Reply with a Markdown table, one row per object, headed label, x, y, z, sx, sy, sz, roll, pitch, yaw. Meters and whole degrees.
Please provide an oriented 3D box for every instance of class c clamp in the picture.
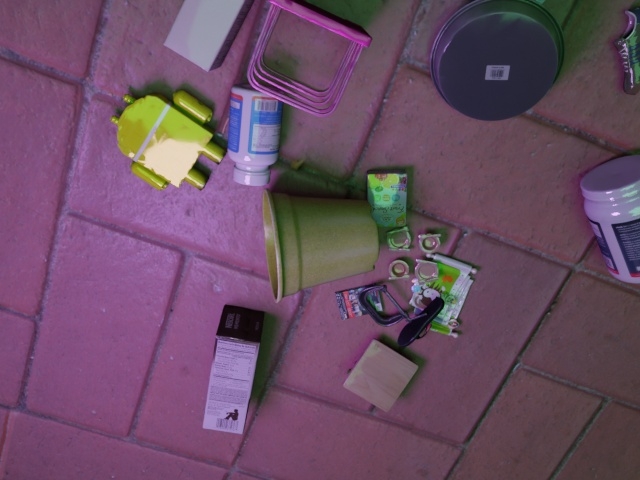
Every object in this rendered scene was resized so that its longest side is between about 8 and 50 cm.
| label | x | y | z | sx | sy | sz | roll | pitch | yaw |
| --- | --- | --- | --- | --- | --- | --- | --- | --- | --- |
| c clamp | 0.187 | 0.175 | 1.523 | 0.137 | 0.022 | 0.160 | -36 | 108 | 31 |

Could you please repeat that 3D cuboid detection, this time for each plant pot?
| label | x | y | z | sx | sy | sz | roll | pitch | yaw |
| --- | --- | --- | --- | --- | --- | --- | --- | --- | --- |
| plant pot | 0.000 | 0.000 | 1.364 | 0.253 | 0.276 | 0.276 | -6 | 112 | -10 |

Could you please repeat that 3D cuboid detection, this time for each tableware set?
| label | x | y | z | sx | sy | sz | roll | pitch | yaw |
| --- | --- | --- | --- | --- | --- | --- | --- | --- | --- |
| tableware set | 0.246 | 0.042 | 1.482 | 0.141 | 0.020 | 0.169 | 0 | 109 | 8 |

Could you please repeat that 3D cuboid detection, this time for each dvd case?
| label | x | y | z | sx | sy | sz | roll | pitch | yaw |
| --- | --- | --- | --- | --- | --- | --- | --- | --- | --- |
| dvd case | 0.107 | 0.169 | 1.548 | 0.119 | 0.013 | 0.087 | -13 | 111 | 6 |

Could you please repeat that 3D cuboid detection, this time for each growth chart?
| label | x | y | z | sx | sy | sz | roll | pitch | yaw |
| --- | --- | --- | --- | --- | --- | --- | --- | --- | --- |
| growth chart | 0.329 | 0.150 | 1.539 | 0.171 | 0.021 | 0.237 | 11 | 111 | -4 |

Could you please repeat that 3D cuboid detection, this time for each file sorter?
| label | x | y | z | sx | sy | sz | roll | pitch | yaw |
| --- | --- | --- | --- | --- | --- | --- | --- | --- | --- |
| file sorter | -0.030 | -0.393 | 1.174 | 0.202 | 0.291 | 0.182 | 22 | 113 | -9 |

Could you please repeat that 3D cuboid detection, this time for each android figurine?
| label | x | y | z | sx | sy | sz | roll | pitch | yaw |
| --- | --- | --- | --- | --- | --- | --- | --- | --- | --- |
| android figurine | -0.372 | -0.243 | 1.354 | 0.272 | 0.056 | 0.248 | 32 | 108 | -13 |

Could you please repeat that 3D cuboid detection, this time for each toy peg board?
| label | x | y | z | sx | sy | sz | roll | pitch | yaw |
| --- | --- | --- | --- | --- | --- | --- | --- | --- | --- |
| toy peg board | 0.164 | 0.376 | 1.609 | 0.161 | 0.079 | 0.161 | 33 | 92 | -13 |

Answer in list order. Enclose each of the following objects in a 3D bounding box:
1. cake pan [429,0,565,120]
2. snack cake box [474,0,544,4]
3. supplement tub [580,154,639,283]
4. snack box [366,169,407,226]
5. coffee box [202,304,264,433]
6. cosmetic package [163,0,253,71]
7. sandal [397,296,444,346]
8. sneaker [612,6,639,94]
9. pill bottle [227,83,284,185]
| label | x | y | z | sx | sy | sz | roll | pitch | yaw |
| --- | --- | --- | --- | --- | --- | --- | --- | --- | --- |
| cake pan | 0.392 | -0.390 | 1.247 | 0.293 | 0.054 | 0.293 | 7 | 133 | 8 |
| snack cake box | 0.373 | -0.597 | 1.202 | 0.264 | 0.089 | 0.152 | 34 | 107 | -13 |
| supplement tub | 0.768 | -0.050 | 1.370 | 0.191 | 0.191 | 0.272 | -27 | 110 | 10 |
| snack box | 0.168 | -0.107 | 1.424 | 0.100 | 0.037 | 0.141 | -1 | 112 | 1 |
| coffee box | -0.238 | 0.352 | 1.535 | 0.118 | 0.168 | 0.297 | 10 | 111 | -5 |
| cosmetic package | -0.201 | -0.529 | 1.187 | 0.113 | 0.160 | 0.310 | 30 | 107 | -11 |
| sandal | 0.281 | 0.231 | 1.526 | 0.040 | 0.067 | 0.179 | 36 | 105 | -24 |
| sneaker | 0.713 | -0.439 | 1.287 | 0.086 | 0.064 | 0.192 | 10 | 111 | 3 |
| pill bottle | -0.156 | -0.248 | 1.318 | 0.124 | 0.124 | 0.222 | 7 | 112 | -3 |
